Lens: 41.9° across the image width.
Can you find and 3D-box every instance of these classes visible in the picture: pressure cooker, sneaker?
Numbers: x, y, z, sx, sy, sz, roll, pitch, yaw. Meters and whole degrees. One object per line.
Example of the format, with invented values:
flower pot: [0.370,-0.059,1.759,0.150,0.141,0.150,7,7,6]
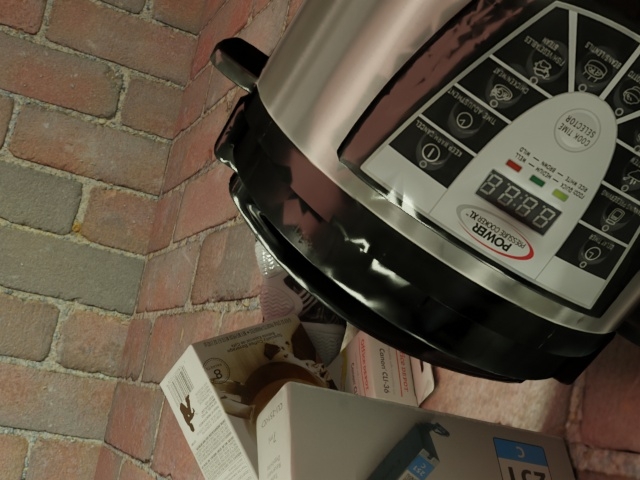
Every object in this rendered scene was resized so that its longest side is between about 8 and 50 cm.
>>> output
pressure cooker: [0.141,-0.092,0.680,0.420,0.376,0.370,-55,50,20]
sneaker: [0.000,0.000,1.146,0.210,0.138,0.365,-70,-10,-48]

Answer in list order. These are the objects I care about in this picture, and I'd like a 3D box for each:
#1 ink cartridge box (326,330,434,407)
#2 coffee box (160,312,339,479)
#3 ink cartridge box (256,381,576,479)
ink cartridge box: [0.065,0.189,1.088,0.198,0.067,0.115,-53,30,40]
coffee box: [-0.047,0.257,1.020,0.297,0.168,0.119,59,137,19]
ink cartridge box: [0.097,0.265,0.670,0.066,0.297,0.261,-52,32,41]
